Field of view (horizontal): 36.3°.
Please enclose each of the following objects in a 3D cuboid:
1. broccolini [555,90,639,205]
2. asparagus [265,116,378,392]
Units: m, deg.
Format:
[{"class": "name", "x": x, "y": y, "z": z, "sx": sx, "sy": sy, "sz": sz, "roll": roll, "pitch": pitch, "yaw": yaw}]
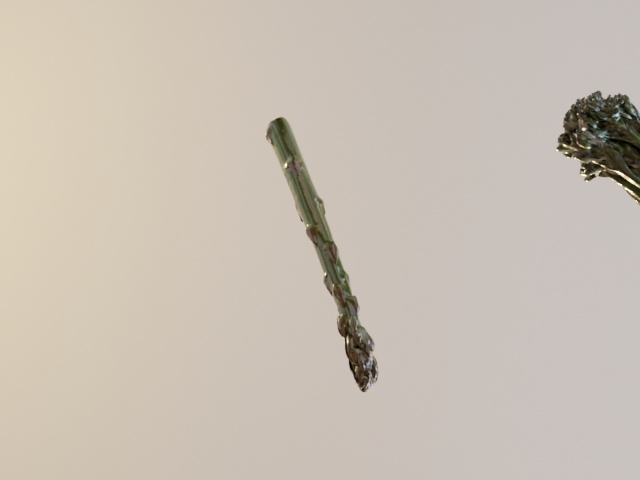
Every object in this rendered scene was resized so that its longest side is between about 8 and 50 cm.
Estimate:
[{"class": "broccolini", "x": 0.310, "y": -0.061, "z": 0.915, "sx": 0.203, "sy": 0.068, "sz": 0.091, "roll": 42, "pitch": -63, "yaw": 18}, {"class": "asparagus", "x": 0.000, "y": 0.000, "z": 0.694, "sx": 0.024, "sy": 0.025, "sz": 0.248, "roll": -28, "pitch": -129, "yaw": 10}]
